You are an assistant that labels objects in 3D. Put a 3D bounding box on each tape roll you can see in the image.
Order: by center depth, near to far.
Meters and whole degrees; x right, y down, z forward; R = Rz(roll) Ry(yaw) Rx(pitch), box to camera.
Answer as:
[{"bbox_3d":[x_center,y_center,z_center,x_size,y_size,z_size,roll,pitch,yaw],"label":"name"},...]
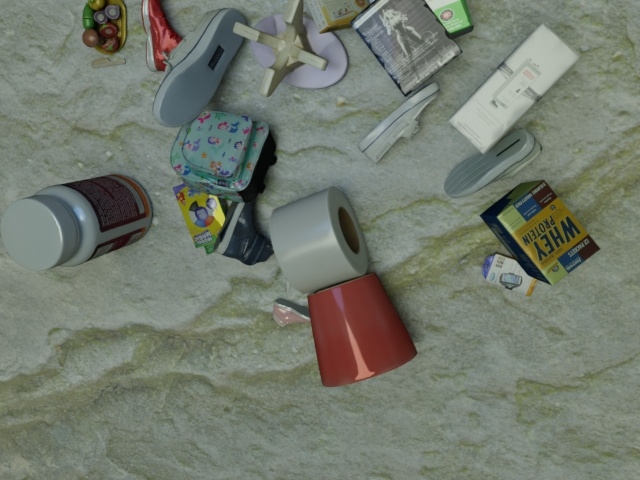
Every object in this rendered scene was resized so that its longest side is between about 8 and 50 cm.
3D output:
[{"bbox_3d":[0.000,0.000,1.586,0.169,0.246,0.246,-21,96,20],"label":"tape roll"}]

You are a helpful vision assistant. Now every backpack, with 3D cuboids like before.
[{"bbox_3d":[-0.274,-0.233,1.631,0.254,0.191,0.225,13,73,19],"label":"backpack"}]

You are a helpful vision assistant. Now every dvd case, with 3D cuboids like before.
[{"bbox_3d":[0.197,-0.472,1.409,0.165,0.018,0.221,-36,94,22],"label":"dvd case"}]

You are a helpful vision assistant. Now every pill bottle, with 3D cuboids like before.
[{"bbox_3d":[-0.665,-0.054,1.686,0.224,0.392,0.223,4,103,15],"label":"pill bottle"}]

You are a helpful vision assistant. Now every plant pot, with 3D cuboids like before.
[{"bbox_3d":[0.094,0.227,1.614,0.275,0.275,0.243,-19,87,19],"label":"plant pot"}]

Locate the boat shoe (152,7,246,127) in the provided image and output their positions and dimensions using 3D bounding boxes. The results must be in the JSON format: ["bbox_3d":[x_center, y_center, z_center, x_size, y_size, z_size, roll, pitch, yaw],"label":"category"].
[{"bbox_3d":[-0.349,-0.461,1.587,0.157,0.136,0.366,20,77,36],"label":"boat shoe"}]

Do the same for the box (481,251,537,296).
[{"bbox_3d":[0.493,0.084,1.578,0.136,0.028,0.081,21,108,13],"label":"box"}]

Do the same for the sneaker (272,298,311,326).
[{"bbox_3d":[-0.079,0.224,1.764,0.134,0.051,0.070,21,109,14],"label":"sneaker"}]

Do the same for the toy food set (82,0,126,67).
[{"bbox_3d":[-0.621,-0.601,1.717,0.128,0.071,0.217,6,104,15],"label":"toy food set"}]

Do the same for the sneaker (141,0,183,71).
[{"bbox_3d":[-0.413,-0.575,1.669,0.128,0.087,0.221,5,116,7],"label":"sneaker"}]

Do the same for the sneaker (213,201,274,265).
[{"bbox_3d":[-0.188,-0.040,1.720,0.164,0.086,0.226,25,78,-20],"label":"sneaker"}]

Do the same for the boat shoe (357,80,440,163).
[{"bbox_3d":[0.213,-0.296,1.544,0.258,0.095,0.084,-39,94,31],"label":"boat shoe"}]

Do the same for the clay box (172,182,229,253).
[{"bbox_3d":[-0.329,-0.073,1.765,0.128,0.053,0.221,-18,96,19],"label":"clay box"}]

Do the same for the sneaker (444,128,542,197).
[{"bbox_3d":[0.428,-0.172,1.502,0.258,0.091,0.094,-31,51,38],"label":"sneaker"}]

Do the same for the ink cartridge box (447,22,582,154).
[{"bbox_3d":[0.437,-0.345,1.397,0.117,0.207,0.283,44,110,1],"label":"ink cartridge box"}]

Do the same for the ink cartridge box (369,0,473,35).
[{"bbox_3d":[0.222,-0.606,1.443,0.211,0.121,0.289,-16,98,19],"label":"ink cartridge box"}]

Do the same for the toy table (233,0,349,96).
[{"bbox_3d":[-0.075,-0.486,1.539,0.275,0.161,0.252,14,106,14],"label":"toy table"}]

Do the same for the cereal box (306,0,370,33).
[{"bbox_3d":[0.022,-0.634,1.473,0.047,0.173,0.240,-16,98,52],"label":"cereal box"}]

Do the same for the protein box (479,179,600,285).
[{"bbox_3d":[0.511,-0.022,1.442,0.136,0.200,0.201,-39,90,5],"label":"protein box"}]
